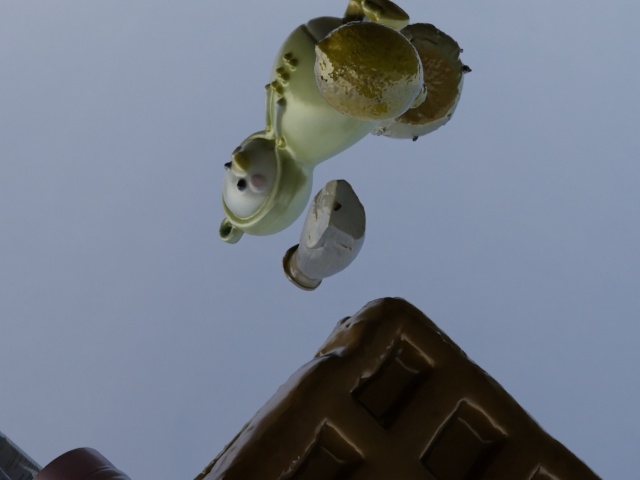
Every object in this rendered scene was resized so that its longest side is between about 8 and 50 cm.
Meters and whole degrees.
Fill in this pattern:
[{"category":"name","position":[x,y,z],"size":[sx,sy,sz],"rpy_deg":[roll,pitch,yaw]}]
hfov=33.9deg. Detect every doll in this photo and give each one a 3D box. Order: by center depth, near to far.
[{"category":"doll","position":[-0.019,-0.115,1.026],"size":[0.117,0.296,0.141],"rpy_deg":[24,-161,-46]}]

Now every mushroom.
[{"category":"mushroom","position":[0.009,0.004,1.699],"size":[0.108,0.247,0.096],"rpy_deg":[35,-124,4]}]

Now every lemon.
[{"category":"lemon","position":[0.032,-0.105,0.660],"size":[0.083,0.062,0.062],"rpy_deg":[22,-147,-23]}]

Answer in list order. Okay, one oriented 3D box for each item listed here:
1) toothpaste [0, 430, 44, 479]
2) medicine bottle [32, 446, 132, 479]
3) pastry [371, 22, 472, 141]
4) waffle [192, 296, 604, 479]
[{"category":"toothpaste","position":[-0.457,0.314,1.458],"size":[0.073,0.299,0.114],"rpy_deg":[-7,-142,39]},{"category":"medicine bottle","position":[-0.268,0.404,1.385],"size":[0.254,0.152,0.152],"rpy_deg":[33,-136,29]},{"category":"pastry","position":[0.112,-0.206,1.354],"size":[0.166,0.165,0.088],"rpy_deg":[-10,-164,-22]},{"category":"waffle","position":[0.000,0.197,0.443],"size":[0.224,0.098,0.328],"rpy_deg":[43,-126,3]}]
